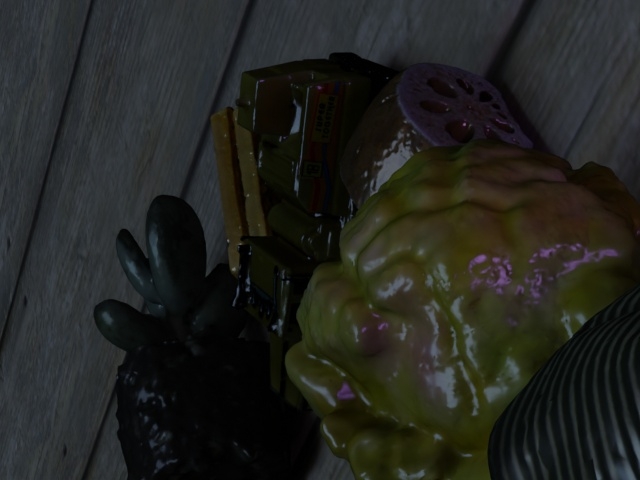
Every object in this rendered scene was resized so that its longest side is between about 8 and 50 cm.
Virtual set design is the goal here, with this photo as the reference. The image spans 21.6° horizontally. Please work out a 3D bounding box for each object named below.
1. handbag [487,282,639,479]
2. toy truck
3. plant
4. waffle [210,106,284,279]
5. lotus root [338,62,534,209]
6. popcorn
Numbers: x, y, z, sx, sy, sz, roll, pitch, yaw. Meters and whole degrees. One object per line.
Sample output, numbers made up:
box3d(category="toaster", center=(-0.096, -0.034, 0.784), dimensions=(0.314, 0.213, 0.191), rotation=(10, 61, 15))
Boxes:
box3d(category="handbag", center=(0.243, 0.115, 0.545), dimensions=(0.341, 0.247, 0.240), rotation=(63, 149, 18))
box3d(category="toy truck", center=(0.004, 0.002, 1.190), dimensions=(0.127, 0.127, 0.257), rotation=(34, 126, 58))
box3d(category="plant", center=(-0.115, 0.103, 1.421), dimensions=(0.146, 0.149, 0.275), rotation=(122, 141, -50))
box3d(category="waffle", center=(-0.043, -0.025, 1.313), dimensions=(0.102, 0.042, 0.148), rotation=(46, -148, -61))
box3d(category="lotus root", center=(0.072, -0.049, 1.051), dimensions=(0.081, 0.112, 0.122), rotation=(-63, 36, 36))
box3d(category="popcorn", center=(0.098, 0.069, 0.852), dimensions=(0.212, 0.259, 0.259), rotation=(-29, 56, 14))
